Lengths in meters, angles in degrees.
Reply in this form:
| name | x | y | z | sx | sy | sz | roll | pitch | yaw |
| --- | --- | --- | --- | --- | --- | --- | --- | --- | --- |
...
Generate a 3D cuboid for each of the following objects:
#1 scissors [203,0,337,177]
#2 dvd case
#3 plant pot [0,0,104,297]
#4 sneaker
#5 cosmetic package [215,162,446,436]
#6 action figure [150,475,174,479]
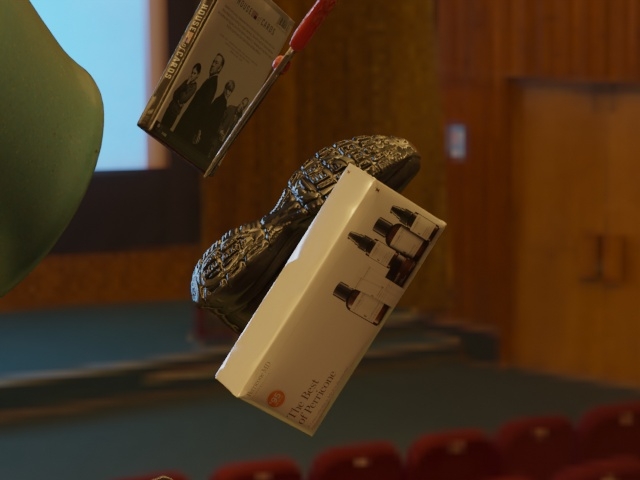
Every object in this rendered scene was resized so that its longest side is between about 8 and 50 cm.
| name | x | y | z | sx | sy | sz | roll | pitch | yaw |
| --- | --- | --- | --- | --- | --- | --- | --- | --- | --- |
| scissors | -0.028 | -0.179 | 1.838 | 0.021 | 0.297 | 0.109 | 36 | 3 | -7 |
| dvd case | -0.133 | -0.219 | 2.546 | 0.029 | 0.238 | 0.179 | 23 | -7 | 30 |
| plant pot | -0.273 | -0.090 | 1.124 | 0.255 | 0.271 | 0.272 | 36 | -17 | -38 |
| sneaker | 0.000 | 0.000 | 2.093 | 0.286 | 0.130 | 0.109 | -38 | 30 | 11 |
| cosmetic package | 0.010 | 0.057 | 1.837 | 0.099 | 0.239 | 0.060 | 31 | 3 | -30 |
| action figure | -0.142 | 0.278 | 1.657 | 0.099 | 0.185 | 0.285 | -45 | -8 | -25 |
